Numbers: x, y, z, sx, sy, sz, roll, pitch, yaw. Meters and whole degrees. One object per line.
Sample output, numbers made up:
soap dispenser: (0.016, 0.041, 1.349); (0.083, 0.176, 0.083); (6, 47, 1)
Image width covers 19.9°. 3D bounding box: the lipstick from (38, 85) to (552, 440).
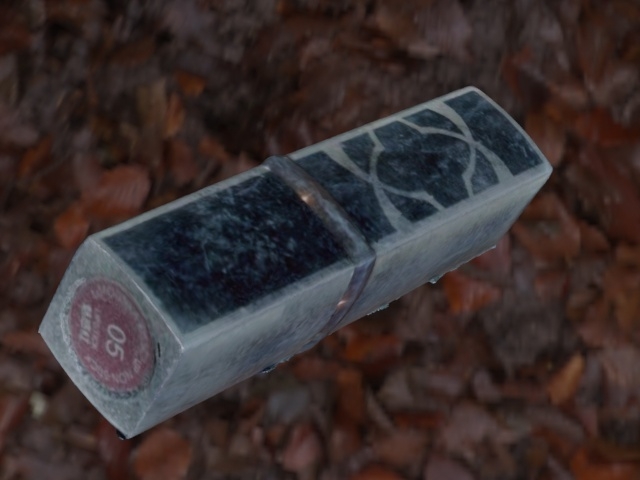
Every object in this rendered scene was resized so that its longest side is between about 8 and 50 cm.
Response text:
lipstick: (0.000, 0.000, 0.866); (0.077, 0.290, 0.076); (47, 130, 17)
